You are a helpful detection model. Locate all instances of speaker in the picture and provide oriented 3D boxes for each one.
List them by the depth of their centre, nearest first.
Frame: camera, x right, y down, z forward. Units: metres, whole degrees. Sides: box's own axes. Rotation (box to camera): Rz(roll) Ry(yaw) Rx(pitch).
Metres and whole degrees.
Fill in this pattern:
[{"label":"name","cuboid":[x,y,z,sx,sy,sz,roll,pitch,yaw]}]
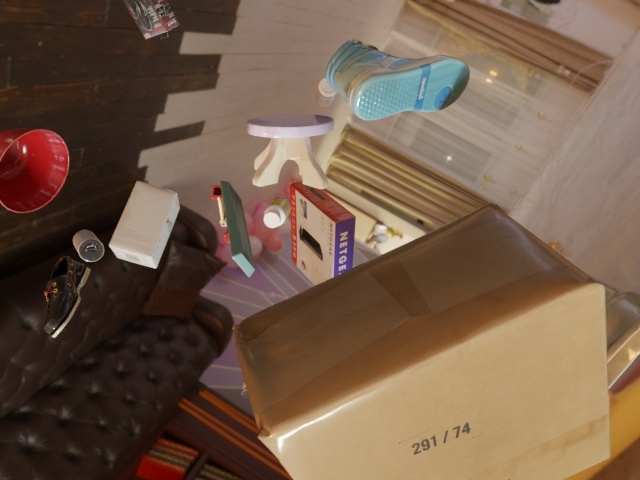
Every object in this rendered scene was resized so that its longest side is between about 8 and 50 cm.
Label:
[{"label":"speaker","cuboid":[-0.558,0.011,1.127,0.136,0.055,0.055,18,-106,55]}]

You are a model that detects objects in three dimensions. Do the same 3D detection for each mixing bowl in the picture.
[{"label":"mixing bowl","cuboid":[-0.628,-0.159,0.970,0.181,0.098,0.182,23,90,-82]}]

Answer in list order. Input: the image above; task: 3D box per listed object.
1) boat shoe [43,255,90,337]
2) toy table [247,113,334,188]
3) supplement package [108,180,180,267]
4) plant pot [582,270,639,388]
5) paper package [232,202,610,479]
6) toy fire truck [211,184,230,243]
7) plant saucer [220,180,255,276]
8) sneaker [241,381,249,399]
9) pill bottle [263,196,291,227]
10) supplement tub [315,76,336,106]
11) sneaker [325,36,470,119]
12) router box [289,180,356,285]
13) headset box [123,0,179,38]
[{"label":"boat shoe","cuboid":[-0.325,0.068,0.587,0.049,0.042,0.133,-41,-147,12]},{"label":"toy table","cuboid":[-0.076,-0.242,1.255,0.274,0.252,0.161,-14,119,-38]},{"label":"supplement package","cuboid":[-0.434,-0.038,1.175,0.105,0.105,0.180,121,-15,-68]},{"label":"plant pot","cuboid":[0.436,0.161,0.940,0.333,0.305,0.334,-26,138,-26]},{"label":"paper package","cuboid":[0.121,0.168,0.525,0.324,0.310,0.168,-25,-147,-2]},{"label":"toy fire truck","cuboid":[-0.294,-0.080,1.493,0.135,0.047,0.192,-34,124,-77]},{"label":"plant saucer","cuboid":[-0.148,-0.027,0.840,0.018,0.192,0.067,-23,140,5]},{"label":"sneaker","cuboid":[-0.058,0.398,1.522,0.158,0.409,0.182,-46,-133,53]},{"label":"pill bottle","cuboid":[-0.128,-0.080,1.374,0.065,0.065,0.116,-63,-179,24]},{"label":"supplement tub","cuboid":[0.021,-0.514,1.627,0.071,0.071,0.107,-60,-176,-7]},{"label":"sneaker","cuboid":[0.156,-0.370,1.019,0.318,0.208,0.127,-14,137,-29]},{"label":"router box","cuboid":[0.000,0.000,1.649,0.082,0.301,0.336,-17,127,-26]},{"label":"headset box","cuboid":[-0.267,-0.361,0.741,0.032,0.062,0.083,-53,133,-35]}]
